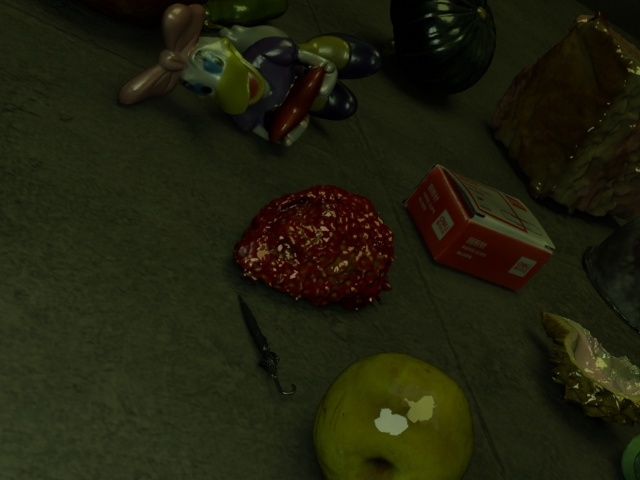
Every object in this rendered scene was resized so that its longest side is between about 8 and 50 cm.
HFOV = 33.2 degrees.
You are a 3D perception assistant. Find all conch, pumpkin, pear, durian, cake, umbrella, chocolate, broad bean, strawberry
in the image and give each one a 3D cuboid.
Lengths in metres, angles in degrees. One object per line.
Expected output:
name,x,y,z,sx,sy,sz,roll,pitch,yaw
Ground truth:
conch,0.432,0.286,1.361,0.201,0.080,0.094,14,53,-54
pumpkin,0.215,-0.390,2.015,0.250,0.216,0.249,-19,90,-74
pear,0.069,0.175,0.990,0.149,0.149,0.162,39,31,0
durian,0.350,0.177,1.428,0.140,0.078,0.224,3,31,-31
cake,0.534,-0.232,2.042,0.307,0.314,0.293,14,34,-37
umbrella,-0.062,0.103,1.085,0.022,0.022,0.148,-9,42,-26
chocolate,0.630,0.045,1.831,0.303,0.213,0.303,29,29,-18
broad bean,-0.124,-0.355,1.680,0.098,0.056,0.318,21,26,6
strawberry,-0.011,-0.011,1.235,0.228,0.098,0.174,11,37,-45

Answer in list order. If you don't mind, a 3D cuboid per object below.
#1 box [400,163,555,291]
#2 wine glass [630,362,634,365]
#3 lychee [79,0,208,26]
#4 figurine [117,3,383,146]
box,0.230,-0.021,1.552,0.182,0.099,0.133,20,30,-33
wine glass,0.497,0.230,1.537,0.198,0.066,0.066,21,31,-30
lychee,-0.251,-0.418,1.411,0.255,0.300,0.255,-6,39,5
figurine,-0.083,-0.230,1.435,0.193,0.154,0.421,39,24,12
